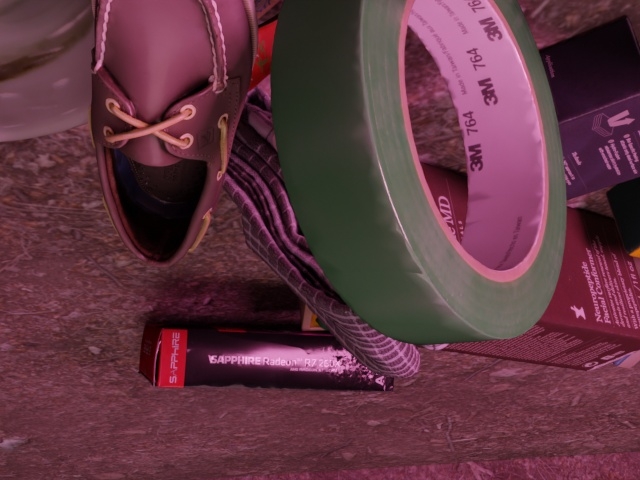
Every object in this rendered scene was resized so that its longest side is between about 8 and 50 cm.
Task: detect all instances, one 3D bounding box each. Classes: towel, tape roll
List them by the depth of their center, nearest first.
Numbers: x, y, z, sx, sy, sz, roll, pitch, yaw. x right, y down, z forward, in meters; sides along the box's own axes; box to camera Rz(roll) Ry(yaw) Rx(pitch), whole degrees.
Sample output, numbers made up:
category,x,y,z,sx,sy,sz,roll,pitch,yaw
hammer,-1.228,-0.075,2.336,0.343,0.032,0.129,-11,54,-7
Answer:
category,x,y,z,sx,sy,sz,roll,pitch,yaw
tape roll,0.094,-0.082,0.601,0.077,0.321,0.321,-10,155,37
towel,0.000,0.000,0.791,0.121,0.283,0.235,-42,150,-3

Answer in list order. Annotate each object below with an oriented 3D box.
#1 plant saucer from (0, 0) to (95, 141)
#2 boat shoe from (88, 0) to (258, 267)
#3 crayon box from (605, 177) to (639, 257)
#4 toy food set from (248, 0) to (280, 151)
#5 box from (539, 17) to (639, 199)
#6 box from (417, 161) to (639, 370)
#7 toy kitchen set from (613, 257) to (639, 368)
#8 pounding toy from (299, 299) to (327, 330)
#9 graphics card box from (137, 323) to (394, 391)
category,x,y,z,sx,sy,sz,roll,pitch,yaw
plant saucer,-0.286,-0.217,0.523,0.400,0.100,0.400,-4,153,-2
boat shoe,-0.115,-0.091,0.574,0.116,0.096,0.324,11,150,-6
crayon box,0.600,-0.074,0.942,0.363,0.106,0.313,8,146,-24
toy food set,-0.012,-0.154,0.634,0.111,0.104,0.232,13,143,55
box,0.266,-0.123,0.806,0.158,0.093,0.156,-18,149,25
box,0.251,0.046,1.023,0.381,0.191,0.143,11,148,-29
toy kitchen set,0.493,0.088,1.260,0.166,0.122,0.207,15,126,-33
pounding toy,0.066,0.056,1.106,0.181,0.094,0.206,-2,152,-6
graphics card box,-0.091,0.187,1.248,0.371,0.094,0.233,6,173,-17
